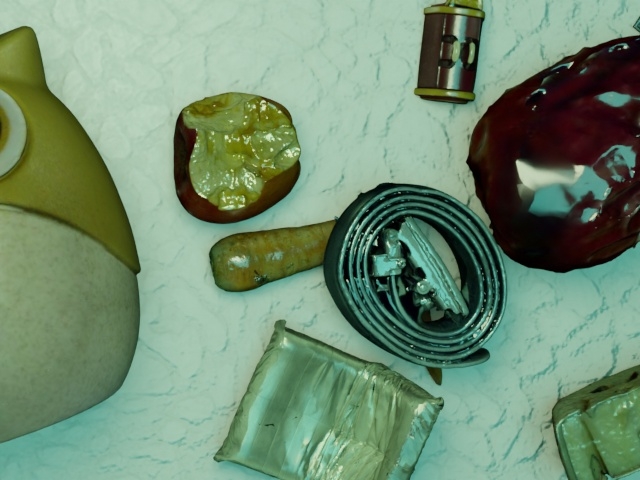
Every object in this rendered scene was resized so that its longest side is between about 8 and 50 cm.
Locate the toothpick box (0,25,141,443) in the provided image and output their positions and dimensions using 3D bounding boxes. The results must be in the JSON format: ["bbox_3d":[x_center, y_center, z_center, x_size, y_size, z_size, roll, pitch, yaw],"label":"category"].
[{"bbox_3d":[-0.418,0.007,1.414,0.409,0.409,0.425,-17,94,-7],"label":"toothpick box"}]

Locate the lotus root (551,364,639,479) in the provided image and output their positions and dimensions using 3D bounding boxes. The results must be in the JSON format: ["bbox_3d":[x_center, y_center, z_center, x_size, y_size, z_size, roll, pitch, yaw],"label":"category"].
[{"bbox_3d":[0.417,0.244,1.709,0.235,0.138,0.119,-24,93,-6],"label":"lotus root"}]

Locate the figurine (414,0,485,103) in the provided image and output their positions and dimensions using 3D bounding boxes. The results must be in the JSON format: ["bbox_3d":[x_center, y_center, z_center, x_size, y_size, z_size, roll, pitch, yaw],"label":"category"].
[{"bbox_3d":[0.176,-0.255,1.642,0.082,0.098,0.154,6,97,-6],"label":"figurine"}]

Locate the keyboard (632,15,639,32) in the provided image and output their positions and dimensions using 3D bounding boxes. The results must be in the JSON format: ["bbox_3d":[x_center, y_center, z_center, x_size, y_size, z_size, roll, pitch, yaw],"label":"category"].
[{"bbox_3d":[0.511,-0.264,1.737,0.176,0.014,0.055,35,92,-10],"label":"keyboard"}]

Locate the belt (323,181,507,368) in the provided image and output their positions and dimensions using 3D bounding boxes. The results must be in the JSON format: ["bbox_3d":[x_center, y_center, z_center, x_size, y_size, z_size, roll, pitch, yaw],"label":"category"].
[{"bbox_3d":[0.130,0.050,1.605,0.206,0.116,0.267,-46,102,-7],"label":"belt"}]

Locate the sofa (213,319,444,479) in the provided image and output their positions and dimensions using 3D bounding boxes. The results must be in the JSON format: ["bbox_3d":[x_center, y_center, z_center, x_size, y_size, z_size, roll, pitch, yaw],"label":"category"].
[{"bbox_3d":[0.009,0.239,1.621,0.225,0.176,0.210,26,91,-11],"label":"sofa"}]

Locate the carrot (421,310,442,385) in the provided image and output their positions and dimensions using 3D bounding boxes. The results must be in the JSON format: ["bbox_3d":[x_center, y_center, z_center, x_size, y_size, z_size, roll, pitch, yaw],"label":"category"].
[{"bbox_3d":[0.131,0.096,1.698,0.048,0.048,0.216,-16,102,-7],"label":"carrot"}]

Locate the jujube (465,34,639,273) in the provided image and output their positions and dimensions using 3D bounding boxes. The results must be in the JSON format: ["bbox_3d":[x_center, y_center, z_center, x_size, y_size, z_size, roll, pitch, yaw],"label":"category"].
[{"bbox_3d":[0.357,-0.115,1.620,0.377,0.258,0.258,-30,99,-15],"label":"jujube"}]

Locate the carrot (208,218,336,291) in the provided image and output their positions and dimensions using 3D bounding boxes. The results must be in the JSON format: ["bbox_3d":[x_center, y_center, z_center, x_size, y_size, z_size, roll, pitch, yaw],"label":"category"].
[{"bbox_3d":[0.000,0.000,1.655,0.298,0.078,0.078,-17,98,-11],"label":"carrot"}]

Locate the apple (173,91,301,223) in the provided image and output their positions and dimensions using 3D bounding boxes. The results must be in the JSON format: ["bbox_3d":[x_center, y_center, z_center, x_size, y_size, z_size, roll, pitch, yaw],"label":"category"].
[{"bbox_3d":[-0.104,-0.103,1.590,0.158,0.147,0.156,-4,63,-18],"label":"apple"}]
